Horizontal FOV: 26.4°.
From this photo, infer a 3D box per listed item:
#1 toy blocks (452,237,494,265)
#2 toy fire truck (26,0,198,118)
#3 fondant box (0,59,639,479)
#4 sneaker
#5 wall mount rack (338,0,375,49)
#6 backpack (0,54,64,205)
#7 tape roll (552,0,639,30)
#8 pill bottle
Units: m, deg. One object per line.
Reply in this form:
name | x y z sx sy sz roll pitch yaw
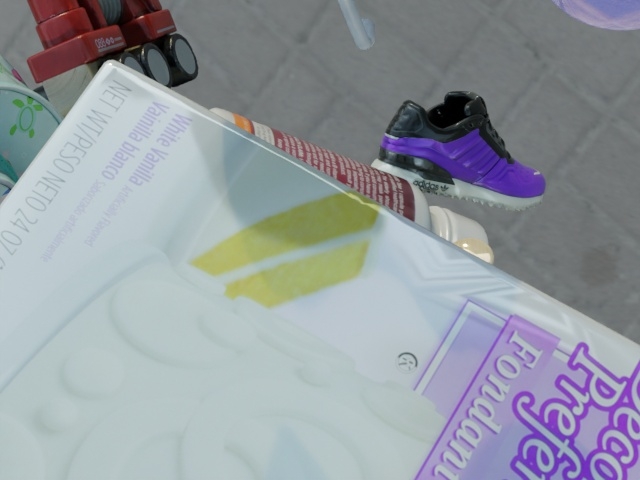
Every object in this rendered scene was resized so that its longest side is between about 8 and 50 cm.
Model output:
toy blocks | 0.134 0.075 1.424 0.123 0.148 0.054 -27 53 -4
toy fire truck | -0.276 -0.253 1.498 0.159 0.217 0.246 -19 100 21
fondant box | -0.008 0.108 0.545 0.330 0.096 0.238 29 73 11
sneaker | 0.214 -0.131 1.908 0.102 0.293 0.146 29 107 54
wall mount rack | 0.113 -0.318 1.211 0.350 0.130 0.304 -14 48 13
backpack | -0.286 -0.014 0.971 0.253 0.225 0.191 -36 45 -20
tape roll | 0.273 -0.291 1.228 0.189 0.080 0.189 -1 119 -2
pill bottle | 0.000 0.000 1.742 0.224 0.392 0.224 -55 23 38
